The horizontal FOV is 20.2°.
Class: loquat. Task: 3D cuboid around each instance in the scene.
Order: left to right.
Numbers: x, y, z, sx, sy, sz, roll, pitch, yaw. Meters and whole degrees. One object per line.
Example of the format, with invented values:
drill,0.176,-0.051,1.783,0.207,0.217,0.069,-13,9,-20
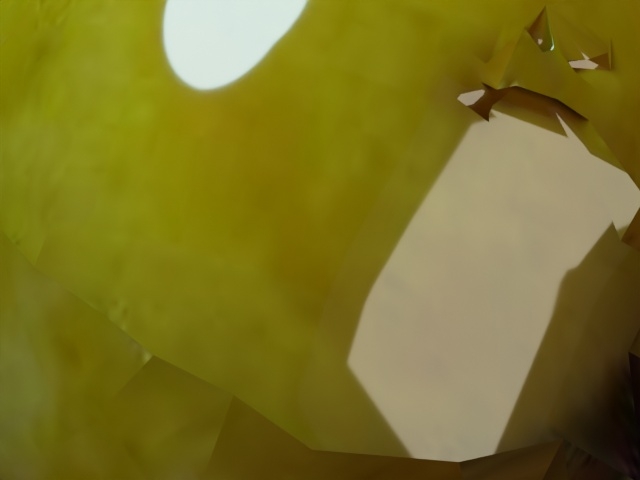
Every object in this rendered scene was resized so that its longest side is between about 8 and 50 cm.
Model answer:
loquat,0.000,0.000,0.474,0.235,0.235,0.235,-7,104,-32
